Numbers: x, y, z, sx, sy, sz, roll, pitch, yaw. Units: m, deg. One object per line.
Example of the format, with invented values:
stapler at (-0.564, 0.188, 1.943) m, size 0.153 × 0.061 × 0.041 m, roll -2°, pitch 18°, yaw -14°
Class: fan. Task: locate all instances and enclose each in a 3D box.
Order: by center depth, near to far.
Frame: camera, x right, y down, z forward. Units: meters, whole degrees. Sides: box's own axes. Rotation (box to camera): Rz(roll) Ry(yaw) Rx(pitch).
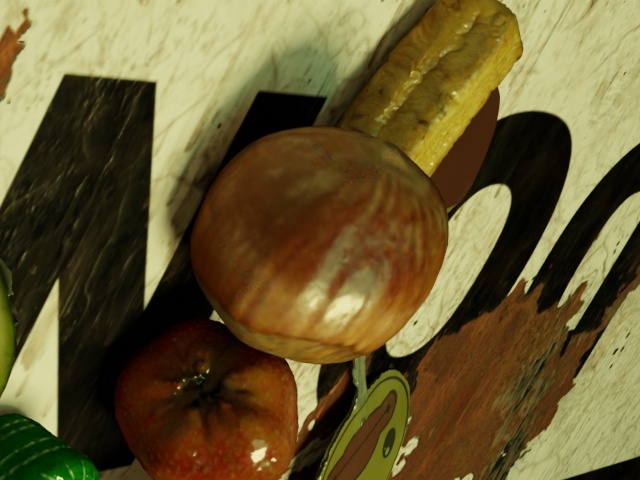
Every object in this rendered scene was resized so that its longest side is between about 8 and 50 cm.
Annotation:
fan at (0.041, 0.214, 2.045) m, size 0.229 × 0.011 × 0.335 m, roll -51°, pitch 151°, yaw -38°

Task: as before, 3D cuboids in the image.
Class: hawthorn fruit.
hawthorn fruit at (-0.091, 0.158, 1.641) m, size 0.162 × 0.162 × 0.203 m, roll -47°, pitch 161°, yaw -12°

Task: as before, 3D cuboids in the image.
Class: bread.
bread at (0.092, -0.124, 1.664) m, size 0.211 × 0.083 × 0.114 m, roll -50°, pitch 160°, yaw -7°

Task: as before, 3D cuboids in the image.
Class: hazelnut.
hazelnut at (0.000, 0.000, 1.548) m, size 0.214 × 0.176 × 0.214 m, roll -19°, pitch 138°, yaw -18°

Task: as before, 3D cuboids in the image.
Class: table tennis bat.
table tennis bat at (0.107, -0.041, 1.873) m, size 0.154 × 0.021 × 0.274 m, roll -24°, pitch 141°, yaw -46°

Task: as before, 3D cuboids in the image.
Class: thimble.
thimble at (-0.240, 0.201, 1.510) m, size 0.118 × 0.090 × 0.130 m, roll -44°, pitch 154°, yaw -21°

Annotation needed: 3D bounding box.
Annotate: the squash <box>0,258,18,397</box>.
squash at (-0.338, 0.089, 1.281) m, size 0.189 × 0.189 × 0.260 m, roll -26°, pitch 180°, yaw -44°
